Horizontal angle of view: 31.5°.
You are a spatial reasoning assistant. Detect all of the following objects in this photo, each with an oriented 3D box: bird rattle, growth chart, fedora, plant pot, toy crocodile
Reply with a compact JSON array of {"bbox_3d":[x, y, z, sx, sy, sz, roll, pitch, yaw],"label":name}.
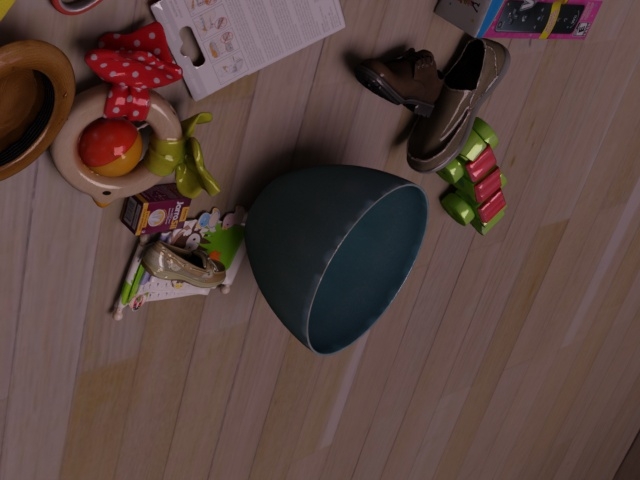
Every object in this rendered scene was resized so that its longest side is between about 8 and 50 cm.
[{"bbox_3d":[-0.236,-0.134,1.407,0.207,0.143,0.253,-31,143,3],"label":"bird rattle"},{"bbox_3d":[-0.196,0.028,1.700,0.237,0.021,0.172,-10,130,-44],"label":"growth chart"},{"bbox_3d":[-0.368,-0.152,1.266,0.194,0.079,0.194,-36,151,-24],"label":"fedora"},{"bbox_3d":[0.000,0.000,1.712,0.290,0.195,0.290,-42,151,-30],"label":"plant pot"},{"bbox_3d":[0.277,-0.108,2.013,0.115,0.105,0.340,-41,146,-10],"label":"toy crocodile"}]

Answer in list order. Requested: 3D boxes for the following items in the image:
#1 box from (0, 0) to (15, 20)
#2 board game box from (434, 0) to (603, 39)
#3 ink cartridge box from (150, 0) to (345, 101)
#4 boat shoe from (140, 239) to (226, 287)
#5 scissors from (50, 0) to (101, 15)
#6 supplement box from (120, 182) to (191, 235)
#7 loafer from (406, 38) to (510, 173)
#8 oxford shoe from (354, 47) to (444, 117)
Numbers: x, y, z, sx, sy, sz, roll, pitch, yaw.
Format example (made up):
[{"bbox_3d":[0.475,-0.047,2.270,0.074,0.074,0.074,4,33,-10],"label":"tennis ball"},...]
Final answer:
[{"bbox_3d":[-0.347,-0.299,1.185,0.179,0.043,0.105,-54,146,5],"label":"box"},{"bbox_3d":[0.343,-0.431,1.776,0.303,0.097,0.224,-8,129,-43],"label":"board game box"},{"bbox_3d":[-0.094,-0.306,1.470,0.232,0.066,0.189,-24,144,-2],"label":"ink cartridge box"},{"bbox_3d":[-0.189,0.031,1.643,0.153,0.056,0.048,14,116,-45],"label":"boat shoe"},{"bbox_3d":[-0.182,-0.327,1.319,0.297,0.021,0.109,-15,135,-25],"label":"scissors"},{"bbox_3d":[-0.227,-0.043,1.571,0.083,0.043,0.055,-11,130,-43],"label":"supplement box"},{"bbox_3d":[0.209,-0.227,1.841,0.251,0.094,0.087,-60,145,-1],"label":"loafer"},{"bbox_3d":[0.122,-0.255,1.724,0.096,0.082,0.227,-60,157,13],"label":"oxford shoe"}]
